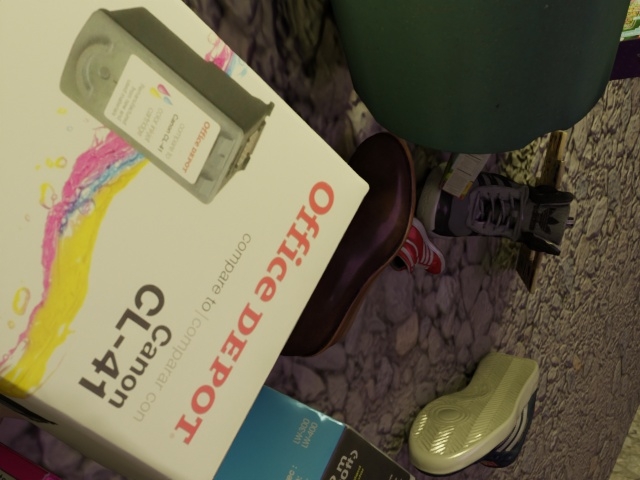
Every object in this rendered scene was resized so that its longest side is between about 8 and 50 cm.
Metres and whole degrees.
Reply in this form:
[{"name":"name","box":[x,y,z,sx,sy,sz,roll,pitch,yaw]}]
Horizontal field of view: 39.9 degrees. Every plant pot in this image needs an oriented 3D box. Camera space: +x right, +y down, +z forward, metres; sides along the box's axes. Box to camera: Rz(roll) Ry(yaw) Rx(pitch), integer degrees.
[{"name":"plant pot","box":[0.134,-0.273,0.743,0.341,0.341,0.334,-53,151,-28]}]

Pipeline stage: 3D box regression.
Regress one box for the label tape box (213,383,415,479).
[{"name":"label tape box","box":[-0.044,0.305,0.923,0.249,0.115,0.347,-63,148,-15]}]

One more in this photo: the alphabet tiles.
[{"name":"alphabet tiles","box":[0.338,-0.051,1.349,0.198,0.009,0.237,-53,155,-79]}]

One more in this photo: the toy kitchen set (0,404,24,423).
[{"name":"toy kitchen set","box":[-0.145,0.033,0.659,0.207,0.166,0.122,-89,-169,-49]}]

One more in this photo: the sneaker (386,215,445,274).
[{"name":"sneaker","box":[0.116,0.025,1.097,0.118,0.042,0.067,51,58,-45]}]

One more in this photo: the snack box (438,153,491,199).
[{"name":"snack box","box":[0.193,-0.130,1.076,0.100,0.037,0.141,-62,-179,43]}]

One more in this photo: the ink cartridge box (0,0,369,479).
[{"name":"ink cartridge box","box":[-0.149,-0.034,0.482,0.306,0.131,0.226,40,66,-28]}]

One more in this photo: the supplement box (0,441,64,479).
[{"name":"supplement box","box":[-0.247,0.248,0.584,0.220,0.114,0.111,-57,144,-22]}]

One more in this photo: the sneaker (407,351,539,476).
[{"name":"sneaker","box":[0.244,0.300,1.342,0.350,0.131,0.148,-23,119,-51]}]

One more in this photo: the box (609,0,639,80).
[{"name":"box","box":[0.283,-0.261,0.985,0.057,0.293,0.201,42,68,-31]}]

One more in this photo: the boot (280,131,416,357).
[{"name":"boot","box":[0.000,0.000,0.862,0.207,0.090,0.248,9,101,-60]}]

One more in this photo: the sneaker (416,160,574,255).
[{"name":"sneaker","box":[0.240,-0.040,1.152,0.269,0.153,0.101,-5,108,-56]}]
